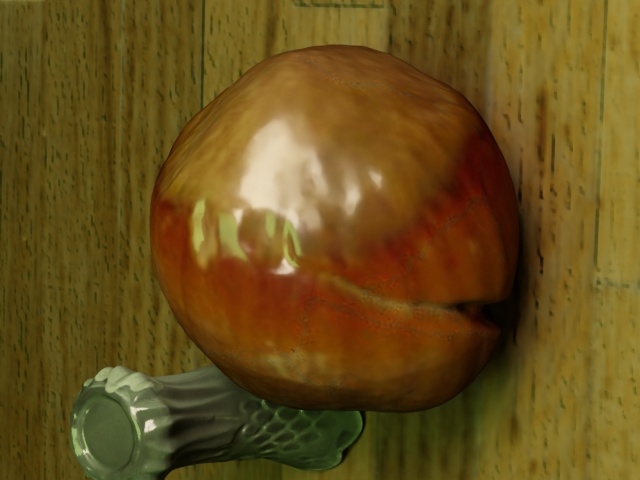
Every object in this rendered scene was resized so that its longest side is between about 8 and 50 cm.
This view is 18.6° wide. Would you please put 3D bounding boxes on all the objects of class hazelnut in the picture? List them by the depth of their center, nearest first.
[{"bbox_3d":[0.000,0.000,0.899,0.182,0.182,0.182,4,97,39],"label":"hazelnut"}]

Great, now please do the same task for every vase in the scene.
[{"bbox_3d":[-0.054,0.085,0.961,0.081,0.148,0.081,4,96,39],"label":"vase"}]
